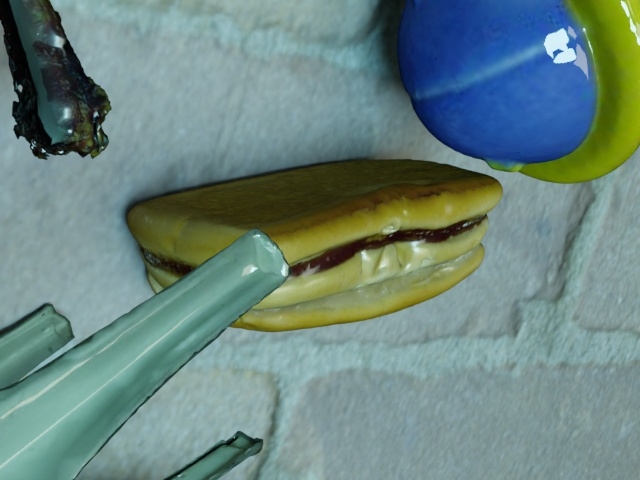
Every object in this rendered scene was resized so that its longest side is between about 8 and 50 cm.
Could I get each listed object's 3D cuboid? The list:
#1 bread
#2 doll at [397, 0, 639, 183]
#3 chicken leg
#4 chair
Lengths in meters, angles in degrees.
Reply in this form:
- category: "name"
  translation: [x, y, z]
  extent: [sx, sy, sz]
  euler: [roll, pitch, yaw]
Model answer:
- category: "bread"
  translation: [0.000, 0.000, 0.703]
  extent: [0.200, 0.116, 0.077]
  euler: [-13, 113, -41]
- category: "doll"
  translation: [0.177, -0.122, 0.693]
  extent: [0.243, 0.311, 0.159]
  euler: [-16, 93, -27]
- category: "chicken leg"
  translation: [-0.123, -0.155, 0.509]
  extent: [0.051, 0.106, 0.253]
  euler: [-15, 105, -32]
- category: "chair"
  translation: [-0.165, 0.103, 0.529]
  extent: [0.275, 0.203, 0.190]
  euler: [-39, 144, -33]
